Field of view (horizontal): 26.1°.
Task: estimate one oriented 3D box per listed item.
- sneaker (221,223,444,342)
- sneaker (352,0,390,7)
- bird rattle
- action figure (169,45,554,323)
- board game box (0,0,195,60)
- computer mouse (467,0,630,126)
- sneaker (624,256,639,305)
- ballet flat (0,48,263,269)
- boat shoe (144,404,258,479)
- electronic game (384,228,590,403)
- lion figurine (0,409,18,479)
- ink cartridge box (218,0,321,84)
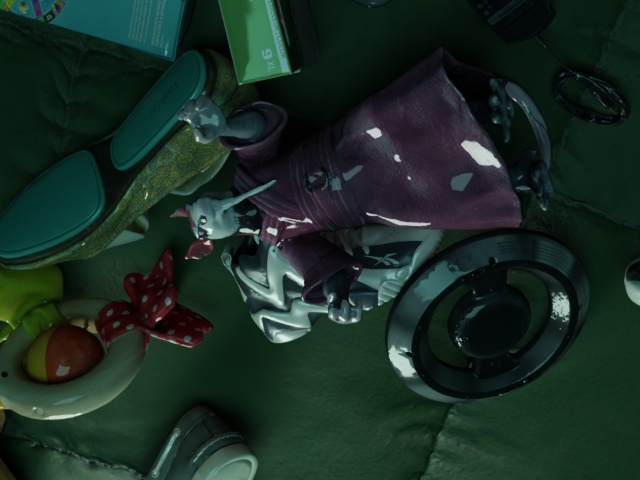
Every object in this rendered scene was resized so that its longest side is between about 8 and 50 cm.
[{"bbox_3d":[0.000,0.000,1.452,0.235,0.094,0.153,-24,120,27],"label":"sneaker"},{"bbox_3d":[-0.009,-0.302,1.306,0.083,0.098,0.223,-35,107,20],"label":"sneaker"},{"bbox_3d":[-0.253,0.115,1.488,0.254,0.207,0.143,7,135,13],"label":"bird rattle"},{"bbox_3d":[0.019,-0.076,1.347,0.370,0.275,0.248,-15,108,21],"label":"action figure"},{"bbox_3d":[-0.270,-0.335,1.297,0.336,0.079,0.253,16,132,-1],"label":"board game box"},{"bbox_3d":[0.224,-0.202,1.368,0.071,0.041,0.242,-32,115,28],"label":"computer mouse"},{"bbox_3d":[0.454,0.094,1.450,0.292,0.110,0.118,16,125,-1],"label":"sneaker"},{"bbox_3d":[-0.196,-0.062,1.443,0.348,0.123,0.123,-38,106,23],"label":"ballet flat"},{"bbox_3d":[-0.178,0.327,1.648,0.099,0.116,0.319,51,127,29],"label":"boat shoe"},{"bbox_3d":[0.179,0.084,1.468,0.229,0.048,0.229,-9,128,-12],"label":"electronic game"},{"bbox_3d":[-0.422,0.287,1.633,0.240,0.142,0.392,-20,126,7],"label":"lion figurine"},{"bbox_3d":[-0.052,-0.206,1.285,0.062,0.209,0.108,-12,99,9],"label":"ink cartridge box"}]
